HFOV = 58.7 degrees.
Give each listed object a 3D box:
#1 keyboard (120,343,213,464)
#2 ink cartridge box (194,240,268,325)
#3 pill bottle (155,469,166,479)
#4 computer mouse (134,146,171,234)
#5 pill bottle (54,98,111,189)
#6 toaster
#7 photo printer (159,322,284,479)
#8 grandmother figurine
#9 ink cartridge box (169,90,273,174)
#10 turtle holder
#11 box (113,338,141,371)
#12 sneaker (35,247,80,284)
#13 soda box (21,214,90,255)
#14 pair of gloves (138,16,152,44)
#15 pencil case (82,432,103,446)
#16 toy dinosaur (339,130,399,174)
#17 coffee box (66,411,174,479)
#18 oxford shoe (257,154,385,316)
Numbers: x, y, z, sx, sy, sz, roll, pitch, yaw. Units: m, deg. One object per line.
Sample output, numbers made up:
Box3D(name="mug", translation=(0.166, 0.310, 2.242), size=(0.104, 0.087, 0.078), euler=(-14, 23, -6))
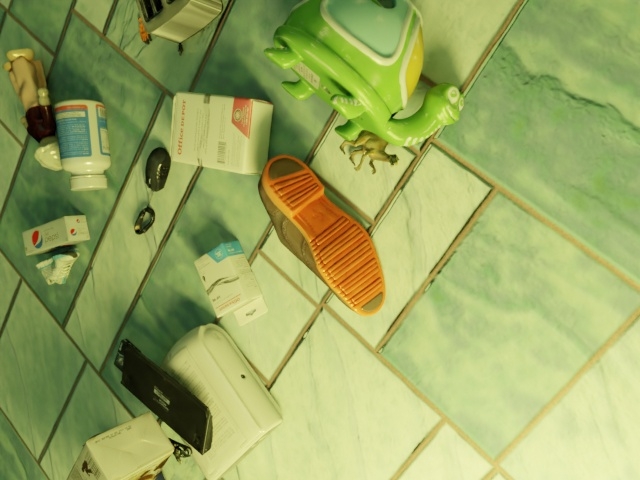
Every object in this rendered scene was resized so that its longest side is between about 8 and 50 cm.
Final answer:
Box3D(name="keyboard", translation=(-0.363, 0.390, 1.327), size=(0.317, 0.033, 0.202), euler=(27, 116, 32))
Box3D(name="ink cartridge box", translation=(-0.205, 0.104, 1.303), size=(0.104, 0.060, 0.180), euler=(-31, 79, 30))
Box3D(name="pill bottle", translation=(-0.453, 0.639, 1.491), size=(0.094, 0.094, 0.170), euler=(-33, 78, 30))
Box3D(name="computer mouse", translation=(-0.433, -0.121, 1.432), size=(0.071, 0.041, 0.242), euler=(30, 110, 25))
Box3D(name="pill bottle", translation=(-0.615, -0.244, 1.481), size=(0.124, 0.124, 0.222), euler=(-4, 92, 32))
Box3D(name="toaster", translation=(-0.320, -0.547, 1.277), size=(0.168, 0.110, 0.186), euler=(-21, 84, 32))
Box3D(name="photo printer", translation=(-0.255, 0.367, 1.333), size=(0.308, 0.107, 0.256), euler=(50, 119, 18))
Box3D(name="grandmother figurine", translation=(-0.789, -0.360, 1.599), size=(0.207, 0.103, 0.343), euler=(-28, 82, 58))
Box3D(name="ink cartridge box", translation=(-0.222, -0.239, 1.260), size=(0.217, 0.092, 0.159), euler=(13, 102, 28))
Box3D(name="turtle holder", translation=(0.081, -0.309, 0.982), size=(0.320, 0.243, 0.227), euler=(39, 90, 28))
Box3D(name="box", translation=(-0.524, 0.320, 1.546), size=(0.067, 0.018, 0.083), euler=(33, 111, 24))
Box3D(name="sneaker", translation=(-0.739, 0.079, 1.632), size=(0.190, 0.071, 0.083), euler=(-21, 90, 40))
Box3D(name="soda box", translation=(-0.758, -0.014, 1.626), size=(0.216, 0.069, 0.074), euler=(-13, 88, 31))
Box3D(name="pair of gloves", translation=(-0.415, -0.526, 1.395), size=(0.083, 0.010, 0.074), euler=(-15, 87, 31))
Box3D(name="pencil case", translation=(-0.601, 0.618, 1.598), size=(0.070, 0.064, 0.152), euler=(-37, 74, 3))
Box3D(name="toy dinosaur", translation=(0.088, -0.191, 1.110), size=(0.092, 0.053, 0.183), euler=(-37, 65, 11))
Box3D(name="coffee box", translation=(-0.485, 0.555, 1.331), size=(0.119, 0.168, 0.297), euler=(48, 125, 21))
Box3D(name="oxford shoe", translation=(0.000, 0.000, 1.156), size=(0.364, 0.129, 0.133), euler=(57, 152, 6))
